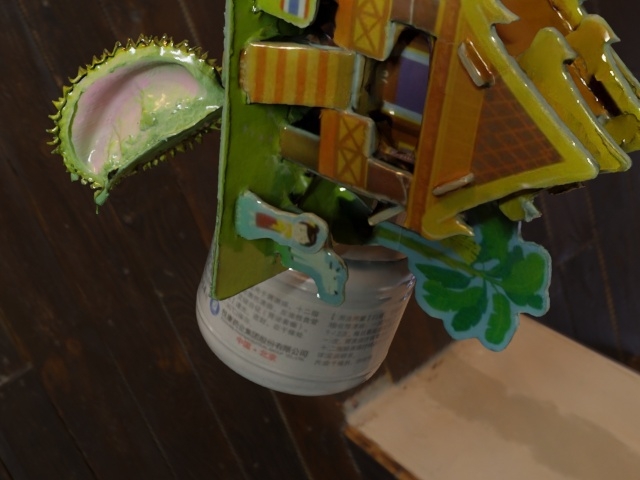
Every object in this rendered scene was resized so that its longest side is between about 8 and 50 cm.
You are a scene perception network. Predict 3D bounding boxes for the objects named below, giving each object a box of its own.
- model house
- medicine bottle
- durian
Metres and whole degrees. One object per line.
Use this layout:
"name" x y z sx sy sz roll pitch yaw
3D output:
"model house" 0.093 -0.058 0.817 0.243 0.313 0.357 -22 130 -45
"medicine bottle" 0.000 0.000 1.193 0.245 0.245 0.306 -2 125 -33
"durian" -0.189 -0.138 1.069 0.221 0.095 0.137 -34 99 17
